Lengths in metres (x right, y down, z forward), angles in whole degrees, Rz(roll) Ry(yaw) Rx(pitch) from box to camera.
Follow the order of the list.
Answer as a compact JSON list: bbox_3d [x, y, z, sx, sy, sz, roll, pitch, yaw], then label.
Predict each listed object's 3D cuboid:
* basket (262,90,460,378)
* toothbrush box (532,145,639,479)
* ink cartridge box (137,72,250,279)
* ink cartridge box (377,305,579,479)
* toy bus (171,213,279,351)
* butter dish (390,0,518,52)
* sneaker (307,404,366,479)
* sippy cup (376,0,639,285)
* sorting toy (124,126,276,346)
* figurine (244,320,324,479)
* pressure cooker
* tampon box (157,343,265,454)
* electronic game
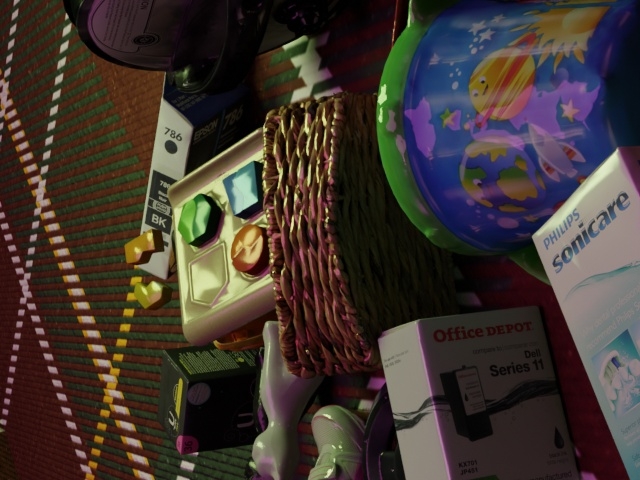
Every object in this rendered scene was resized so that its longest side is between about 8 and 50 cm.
[{"bbox_3d":[0.000,0.000,1.409,0.223,0.213,0.299,-7,88,41],"label":"basket"},{"bbox_3d":[0.307,0.085,0.880,0.126,0.216,0.296,-55,46,51],"label":"toothbrush box"},{"bbox_3d":[-0.183,-0.119,1.868,0.065,0.165,0.333,24,125,17],"label":"ink cartridge box"},{"bbox_3d":[0.156,0.176,1.259,0.087,0.153,0.209,-33,65,59],"label":"ink cartridge box"},{"bbox_3d":[-0.124,0.073,1.823,0.211,0.149,0.220,107,146,-60],"label":"toy bus"},{"bbox_3d":[0.151,-0.200,1.249,0.118,0.160,0.160,20,114,36],"label":"butter dish"},{"bbox_3d":[0.023,0.322,1.583,0.103,0.111,0.252,124,137,-51],"label":"sneaker"},{"bbox_3d":[0.203,-0.105,1.068,0.224,0.305,0.240,-5,62,52],"label":"sippy cup"},{"bbox_3d":[-0.152,0.014,1.665,0.307,0.041,0.229,-29,61,36],"label":"sorting toy"},{"bbox_3d":[-0.048,0.227,1.618,0.215,0.092,0.210,108,171,-69],"label":"figurine"},{"bbox_3d":[-0.145,-0.394,1.532,0.375,0.370,0.421,-21,73,21],"label":"pressure cooker"},{"bbox_3d":[-0.138,0.221,1.833,0.101,0.161,0.121,41,130,54],"label":"tampon box"},{"bbox_3d":[0.120,0.257,1.456,0.229,0.048,0.229,2,92,56],"label":"electronic game"}]
